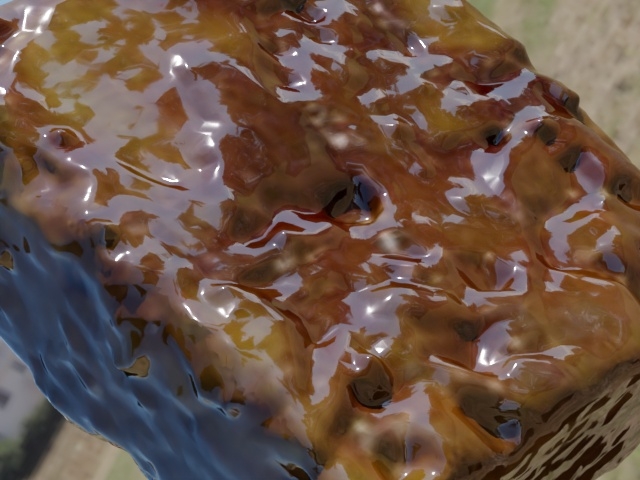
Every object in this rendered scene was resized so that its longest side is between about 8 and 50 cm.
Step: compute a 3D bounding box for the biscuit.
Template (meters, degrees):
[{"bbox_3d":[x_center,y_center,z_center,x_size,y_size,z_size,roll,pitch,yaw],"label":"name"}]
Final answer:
[{"bbox_3d":[0.000,0.000,0.876,0.342,0.395,0.166,-26,-33,-34],"label":"biscuit"}]
